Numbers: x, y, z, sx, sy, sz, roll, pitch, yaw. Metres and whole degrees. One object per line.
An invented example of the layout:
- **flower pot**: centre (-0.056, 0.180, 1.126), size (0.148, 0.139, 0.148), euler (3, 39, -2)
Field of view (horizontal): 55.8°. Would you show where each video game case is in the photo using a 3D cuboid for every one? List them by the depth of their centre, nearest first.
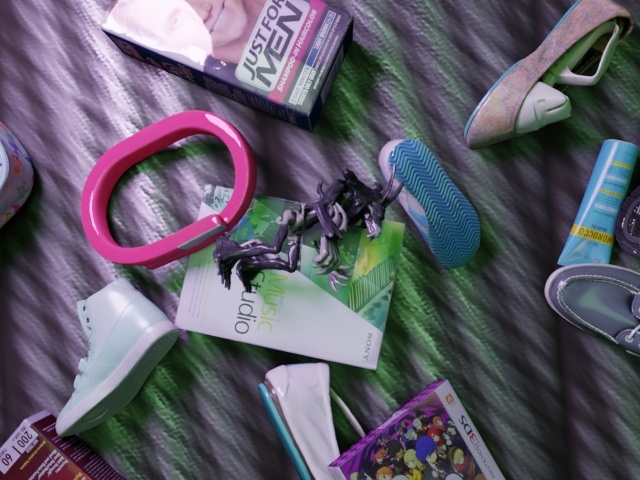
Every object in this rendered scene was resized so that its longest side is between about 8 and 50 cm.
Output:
- **video game case**: centre (0.153, 0.353, 0.882), size (0.232, 0.042, 0.210), euler (-28, 86, -30)

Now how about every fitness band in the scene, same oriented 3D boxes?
- **fitness band**: centre (-0.235, -0.077, 0.928), size (0.291, 0.054, 0.208), euler (-23, 73, 13)

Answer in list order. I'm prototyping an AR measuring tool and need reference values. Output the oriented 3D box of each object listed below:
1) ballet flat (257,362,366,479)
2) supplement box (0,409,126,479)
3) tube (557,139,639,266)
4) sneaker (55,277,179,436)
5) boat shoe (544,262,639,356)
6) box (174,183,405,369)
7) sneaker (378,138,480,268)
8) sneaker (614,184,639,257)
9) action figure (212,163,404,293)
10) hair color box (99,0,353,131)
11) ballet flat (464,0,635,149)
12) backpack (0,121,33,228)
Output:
- **ballet flat**: centre (0.033, 0.368, 0.906), size (0.139, 0.139, 0.399), euler (-21, 86, 1)
- **supplement box**: centre (-0.394, 0.394, 0.935), size (0.239, 0.073, 0.130), euler (40, 89, 2)
- **tube**: centre (0.439, -0.051, 0.947), size (0.080, 0.052, 0.206), euler (16, 94, 5)
- **sneaker**: centre (-0.345, 0.177, 0.944), size (0.256, 0.094, 0.151), euler (-48, 70, 9)
- **boat shoe**: centre (0.499, 0.122, 0.902), size (0.320, 0.099, 0.116), euler (23, 99, 3)
- **box**: centre (-0.046, 0.056, 0.948), size (0.322, 0.058, 0.232), euler (11, 87, 1)
- **sneaker**: centre (0.170, -0.060, 0.936), size (0.088, 0.092, 0.228), euler (-32, 106, -2)
- **sneaker**: centre (0.552, -0.098, 0.911), size (0.130, 0.109, 0.286), euler (18, 100, -29)
- **action figure**: centre (0.000, 0.000, 0.847), size (0.276, 0.164, 0.140), euler (-23, 66, 10)
- **hair color box**: centre (-0.140, -0.323, 0.945), size (0.348, 0.105, 0.173), euler (23, 88, 3)
- **ballet flat**: centre (0.353, -0.246, 0.916), size (0.316, 0.107, 0.106), euler (-49, 56, 0)
- **backpack**: centre (-0.585, -0.093, 0.914), size (0.253, 0.191, 0.225), euler (-41, 86, -6)
